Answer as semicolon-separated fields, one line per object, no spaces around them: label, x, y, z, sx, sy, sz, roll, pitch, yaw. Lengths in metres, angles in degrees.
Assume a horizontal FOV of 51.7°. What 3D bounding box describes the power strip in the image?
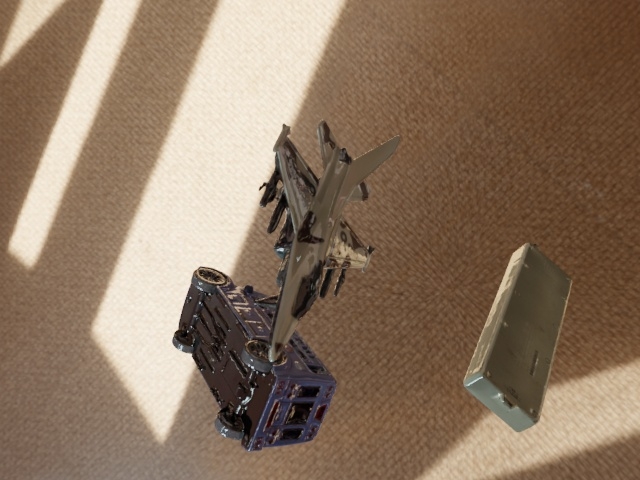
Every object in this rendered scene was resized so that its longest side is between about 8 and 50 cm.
power strip;0.307;0.125;0.990;0.106;0.367;0.043;42;132;-2

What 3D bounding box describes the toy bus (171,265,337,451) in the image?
toy bus;-0.101;0.151;0.918;0.292;0.133;0.125;42;116;51

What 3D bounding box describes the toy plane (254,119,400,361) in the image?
toy plane;-0.010;-0.004;0.546;0.082;0.160;0.234;2;51;41
